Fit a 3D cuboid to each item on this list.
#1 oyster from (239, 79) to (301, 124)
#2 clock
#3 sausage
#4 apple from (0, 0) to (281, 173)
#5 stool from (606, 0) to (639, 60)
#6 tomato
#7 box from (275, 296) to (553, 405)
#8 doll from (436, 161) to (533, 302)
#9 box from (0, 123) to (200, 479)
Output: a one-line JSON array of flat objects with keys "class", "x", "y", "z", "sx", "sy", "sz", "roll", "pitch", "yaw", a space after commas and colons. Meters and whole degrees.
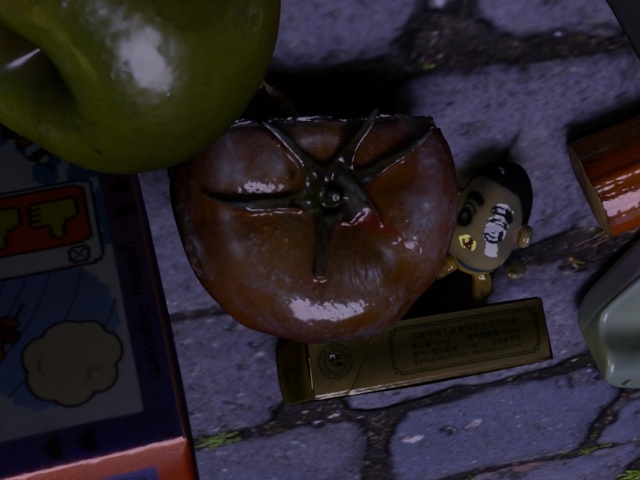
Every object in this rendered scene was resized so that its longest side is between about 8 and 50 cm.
[{"class": "oyster", "x": -0.040, "y": -0.093, "z": 0.823, "sx": 0.051, "sy": 0.034, "sz": 0.093, "roll": 7, "pitch": 151, "yaw": -21}, {"class": "clock", "x": 0.449, "y": 0.037, "z": 1.161, "sx": 0.265, "sy": 0.109, "sz": 0.324, "roll": 3, "pitch": 141, "yaw": -27}, {"class": "sausage", "x": 0.373, "y": -0.101, "z": 0.942, "sx": 0.312, "sy": 0.093, "sz": 0.093, "roll": -22, "pitch": 146, "yaw": 8}, {"class": "apple", "x": -0.115, "y": -0.133, "z": 0.595, "sx": 0.157, "sy": 0.196, "sz": 0.196, "roll": -51, "pitch": 158, "yaw": -26}, {"class": "stool", "x": 0.327, "y": -0.127, "z": 0.720, "sx": 0.170, "sy": 0.270, "sz": 0.243, "roll": -37, "pitch": 141, "yaw": 28}, {"class": "tomato", "x": 0.000, "y": 0.000, "z": 0.832, "sx": 0.214, "sy": 0.155, "sz": 0.181, "roll": -7, "pitch": 169, "yaw": -11}, {"class": "box", "x": 0.087, "y": 0.110, "z": 1.092, "sx": 0.240, "sy": 0.071, "sz": 0.159, "roll": -8, "pitch": 174, "yaw": -15}, {"class": "doll", "x": 0.143, "y": -0.004, "z": 0.994, "sx": 0.089, "sy": 0.102, "sz": 0.179, "roll": -49, "pitch": 160, "yaw": -36}, {"class": "box", "x": -0.269, "y": 0.078, "z": 0.708, "sx": 0.348, "sy": 0.319, "sz": 0.257, "roll": -11, "pitch": 147, "yaw": -8}]
